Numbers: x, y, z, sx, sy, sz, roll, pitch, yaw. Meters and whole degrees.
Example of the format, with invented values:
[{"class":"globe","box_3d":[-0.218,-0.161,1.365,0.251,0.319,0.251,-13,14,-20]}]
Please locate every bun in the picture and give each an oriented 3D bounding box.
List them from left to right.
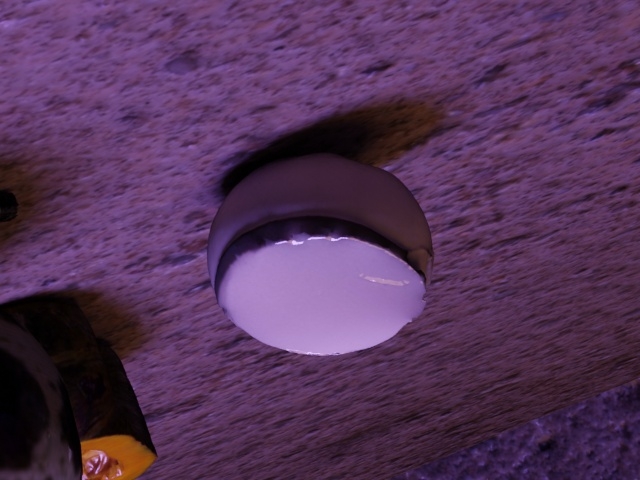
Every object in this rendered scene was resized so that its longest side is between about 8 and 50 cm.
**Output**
[{"class":"bun","box_3d":[0.000,0.000,1.486,0.173,0.119,0.172,1,139,1]}]

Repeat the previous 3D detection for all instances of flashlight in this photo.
[{"class":"flashlight","box_3d":[-0.239,-0.019,1.300,0.083,0.018,0.018,-7,157,-42]}]

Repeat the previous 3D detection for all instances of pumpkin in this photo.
[{"class":"pumpkin","box_3d":[-0.268,0.164,1.671,0.222,0.139,0.317,-25,167,-2]}]

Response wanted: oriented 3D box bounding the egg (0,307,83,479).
[{"class":"egg","box_3d":[-0.336,0.167,1.309,0.379,0.287,0.288,-14,170,29]}]
